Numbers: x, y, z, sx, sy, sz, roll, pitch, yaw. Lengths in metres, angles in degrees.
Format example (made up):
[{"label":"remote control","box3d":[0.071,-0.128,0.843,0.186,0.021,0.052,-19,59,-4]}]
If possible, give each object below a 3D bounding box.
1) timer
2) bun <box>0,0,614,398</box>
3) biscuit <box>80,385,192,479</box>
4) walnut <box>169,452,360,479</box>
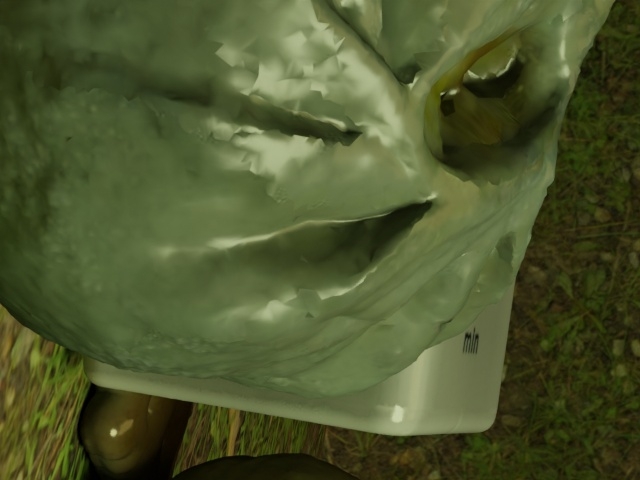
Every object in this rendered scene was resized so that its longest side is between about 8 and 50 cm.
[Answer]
[{"label":"timer","box3d":[0.000,0.000,1.048,0.194,0.192,0.195,17,82,-70]},{"label":"bun","box3d":[0.005,-0.100,0.738,0.354,0.194,0.354,-29,127,-49]},{"label":"biscuit","box3d":[-0.084,0.011,1.215,0.217,0.044,0.325,83,20,-68]},{"label":"walnut","box3d":[-0.040,0.283,1.128,0.253,0.282,0.277,-33,-168,32]}]
